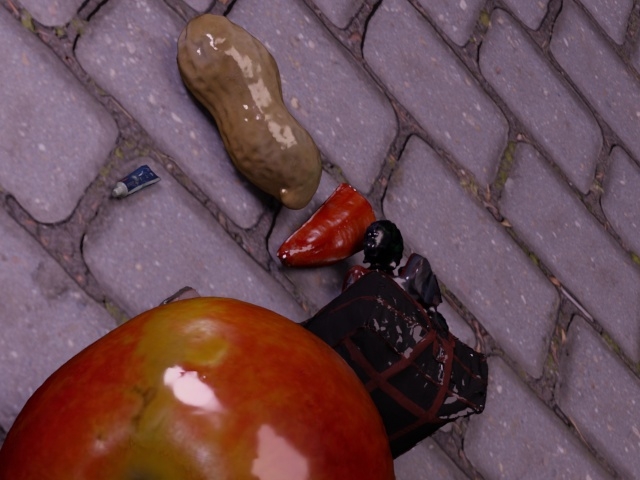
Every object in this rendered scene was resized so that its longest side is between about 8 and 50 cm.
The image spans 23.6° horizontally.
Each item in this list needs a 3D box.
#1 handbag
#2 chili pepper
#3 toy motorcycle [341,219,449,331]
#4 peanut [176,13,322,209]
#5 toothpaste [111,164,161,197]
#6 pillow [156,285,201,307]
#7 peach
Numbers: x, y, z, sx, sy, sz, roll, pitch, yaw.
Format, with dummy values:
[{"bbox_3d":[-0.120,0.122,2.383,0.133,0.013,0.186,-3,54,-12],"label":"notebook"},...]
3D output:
[{"bbox_3d":[0.076,0.147,1.776,0.215,0.169,0.155,38,42,-28],"label":"handbag"},{"bbox_3d":[0.000,-0.004,1.878,0.169,0.065,0.088,-32,92,-50],"label":"chili pepper"},{"bbox_3d":[0.097,0.082,1.907,0.122,0.082,0.213,-48,122,-31],"label":"toy motorcycle"},{"bbox_3d":[-0.081,-0.156,1.843,0.117,0.101,0.263,-30,92,-34],"label":"peanut"},{"bbox_3d":[-0.207,-0.064,1.704,0.027,0.019,0.083,44,33,5],"label":"toothpaste"},{"bbox_3d":[-0.104,0.171,1.649,0.248,0.049,0.135,61,32,-6],"label":"pillow"},{"bbox_3d":[-0.105,0.234,1.357,0.388,0.388,0.388,29,48,-36],"label":"peach"}]
